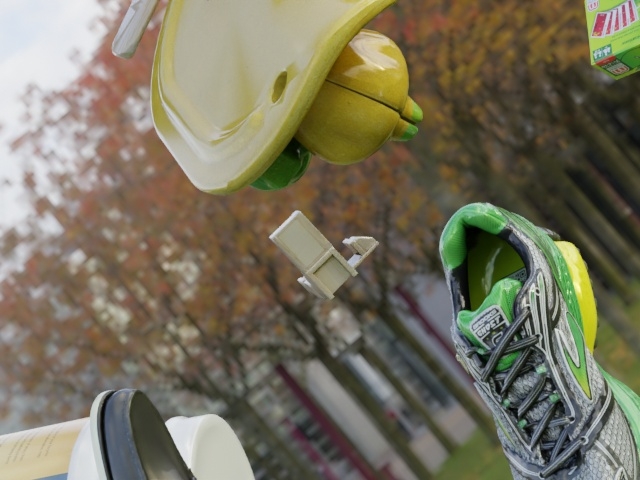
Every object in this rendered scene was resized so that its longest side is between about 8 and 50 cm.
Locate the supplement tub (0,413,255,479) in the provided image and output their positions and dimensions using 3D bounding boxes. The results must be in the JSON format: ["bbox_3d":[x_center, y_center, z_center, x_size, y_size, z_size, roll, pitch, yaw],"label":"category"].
[{"bbox_3d":[-0.136,0.164,0.799,0.200,0.144,0.144,-13,0,12],"label":"supplement tub"}]

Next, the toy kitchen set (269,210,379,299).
[{"bbox_3d":[0.000,0.000,1.384,0.068,0.075,0.083,-45,11,-8],"label":"toy kitchen set"}]

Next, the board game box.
[{"bbox_3d":[0.320,-0.219,1.414,0.181,0.092,0.043,-22,-29,38],"label":"board game box"}]

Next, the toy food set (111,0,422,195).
[{"bbox_3d":[-0.008,-0.085,0.623,0.128,0.071,0.218,-64,25,14],"label":"toy food set"}]

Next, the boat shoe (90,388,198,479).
[{"bbox_3d":[-0.055,0.120,0.673,0.042,0.133,0.049,-25,-4,27],"label":"boat shoe"}]

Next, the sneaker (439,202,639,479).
[{"bbox_3d":[0.172,0.119,1.338,0.134,0.343,0.146,-37,-39,24],"label":"sneaker"}]
